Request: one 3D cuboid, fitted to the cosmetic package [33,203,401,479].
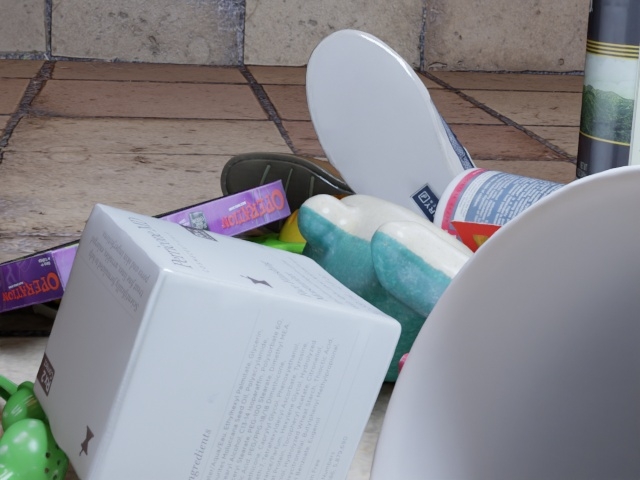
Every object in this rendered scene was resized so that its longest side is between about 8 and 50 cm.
[{"bbox_3d":[-0.076,0.083,0.739,0.183,0.151,0.151,16,9,-32],"label":"cosmetic package"}]

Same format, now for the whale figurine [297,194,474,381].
[{"bbox_3d":[0.061,0.049,0.898,0.216,0.141,0.272,34,-4,-3],"label":"whale figurine"}]

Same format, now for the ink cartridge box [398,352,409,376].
[{"bbox_3d":[0.189,0.148,0.738,0.172,0.100,0.237,-8,19,-32],"label":"ink cartridge box"}]

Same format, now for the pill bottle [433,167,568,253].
[{"bbox_3d":[0.203,-0.002,0.984,0.180,0.108,0.108,15,20,43],"label":"pill bottle"}]

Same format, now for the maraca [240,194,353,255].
[{"bbox_3d":[0.000,0.000,1.202,0.185,0.099,0.127,-4,5,2],"label":"maraca"}]

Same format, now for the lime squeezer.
[{"bbox_3d":[-0.229,0.151,0.771,0.110,0.059,0.310,-28,19,3],"label":"lime squeezer"}]

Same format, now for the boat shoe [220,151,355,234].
[{"bbox_3d":[0.027,-0.045,1.366,0.307,0.111,0.104,16,15,10],"label":"boat shoe"}]

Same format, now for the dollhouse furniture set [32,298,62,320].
[{"bbox_3d":[-0.213,0.055,1.047,0.151,0.058,0.076,17,22,39],"label":"dollhouse furniture set"}]

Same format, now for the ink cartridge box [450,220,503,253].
[{"bbox_3d":[0.214,0.069,0.895,0.224,0.181,0.056,5,46,49],"label":"ink cartridge box"}]

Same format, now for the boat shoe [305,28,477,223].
[{"bbox_3d":[0.096,-0.072,1.152,0.127,0.340,0.158,-31,9,6],"label":"boat shoe"}]

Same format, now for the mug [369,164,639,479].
[{"bbox_3d":[0.251,0.103,0.438,0.328,0.374,0.276,15,30,-31],"label":"mug"}]

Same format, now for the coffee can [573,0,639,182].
[{"bbox_3d":[0.378,-0.185,1.126,0.201,0.275,0.201,1,15,0],"label":"coffee can"}]

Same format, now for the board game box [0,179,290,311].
[{"bbox_3d":[-0.209,0.010,1.090,0.208,0.056,0.347,-18,2,35],"label":"board game box"}]
